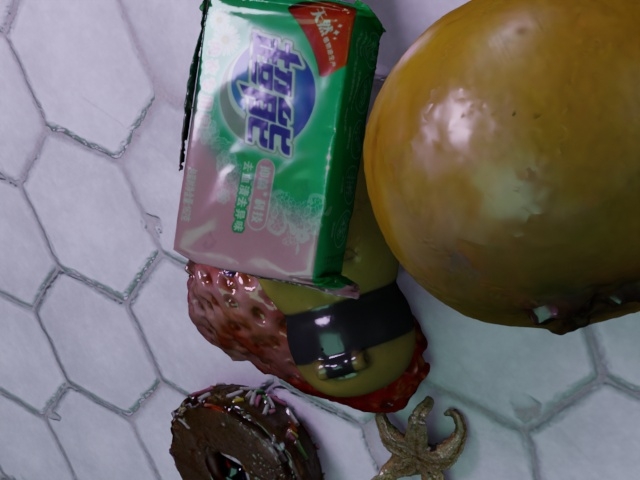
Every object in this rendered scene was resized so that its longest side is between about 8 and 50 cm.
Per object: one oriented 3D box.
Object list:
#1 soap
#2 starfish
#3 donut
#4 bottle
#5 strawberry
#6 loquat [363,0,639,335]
[{"bbox_3d":[-0.037,-0.098,0.940,0.217,0.098,0.273,11,97,16],"label":"soap"},{"bbox_3d":[0.122,0.291,1.301,0.150,0.053,0.210,49,135,8],"label":"starfish"},{"bbox_3d":[-0.110,0.329,1.461,0.269,0.103,0.270,18,123,29],"label":"donut"},{"bbox_3d":[0.000,0.000,1.078,0.171,0.171,0.351,-17,90,41],"label":"bottle"},{"bbox_3d":[-0.027,0.107,1.235,0.336,0.149,0.265,38,130,11],"label":"strawberry"},{"bbox_3d":[0.200,-0.092,0.861,0.328,0.328,0.360,-31,54,43],"label":"loquat"}]
